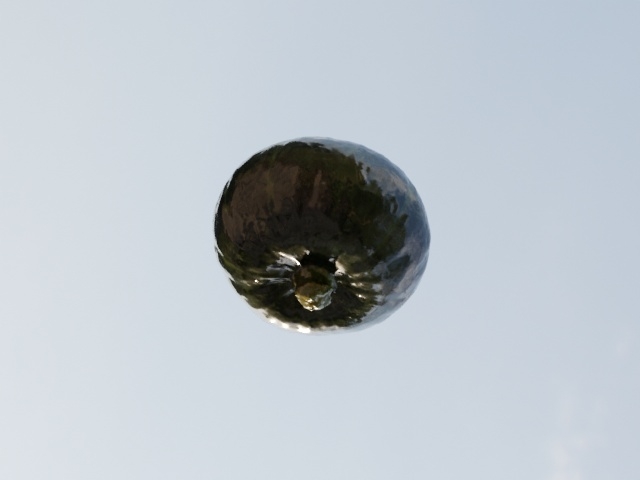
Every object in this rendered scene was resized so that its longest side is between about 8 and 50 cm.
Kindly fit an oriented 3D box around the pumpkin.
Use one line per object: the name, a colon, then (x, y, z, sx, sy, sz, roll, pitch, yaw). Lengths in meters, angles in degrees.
pumpkin: (0.000, -0.002, 1.449, 0.167, 0.167, 0.125, -51, 177, 32)
